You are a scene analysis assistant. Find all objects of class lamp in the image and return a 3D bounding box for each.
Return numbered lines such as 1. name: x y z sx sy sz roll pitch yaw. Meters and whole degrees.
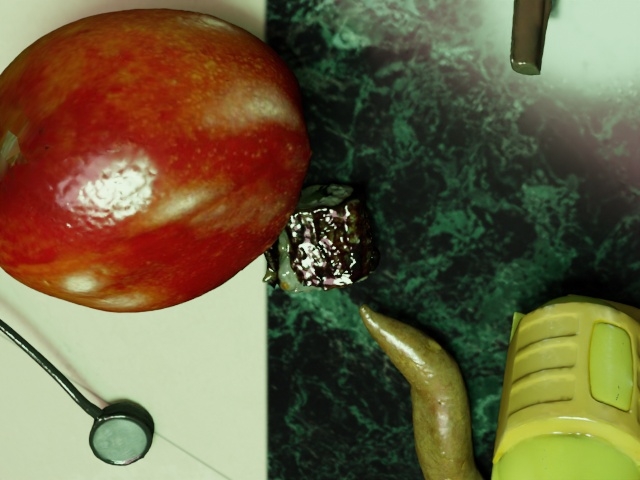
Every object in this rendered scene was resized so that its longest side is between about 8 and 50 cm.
1. lamp: -0.319 0.088 1.056 0.371 0.108 0.130 33 107 -15

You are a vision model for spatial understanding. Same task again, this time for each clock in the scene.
1. clock: 0.296 0.178 0.794 0.317 0.244 0.200 10 134 8

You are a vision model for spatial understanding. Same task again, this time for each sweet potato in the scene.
1. sweet potato: 0.115 0.173 0.942 0.067 0.059 0.281 -7 111 33

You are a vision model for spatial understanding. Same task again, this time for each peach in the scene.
1. peach: -0.144 -0.064 0.806 0.275 0.245 0.248 -20 100 26

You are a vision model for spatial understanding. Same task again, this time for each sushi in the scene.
1. sushi: 0.001 -0.001 0.879 0.094 0.098 0.084 -7 112 17

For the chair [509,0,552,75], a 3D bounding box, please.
1. chair: 0.207 -0.302 0.674 0.176 0.183 0.326 1 68 18
